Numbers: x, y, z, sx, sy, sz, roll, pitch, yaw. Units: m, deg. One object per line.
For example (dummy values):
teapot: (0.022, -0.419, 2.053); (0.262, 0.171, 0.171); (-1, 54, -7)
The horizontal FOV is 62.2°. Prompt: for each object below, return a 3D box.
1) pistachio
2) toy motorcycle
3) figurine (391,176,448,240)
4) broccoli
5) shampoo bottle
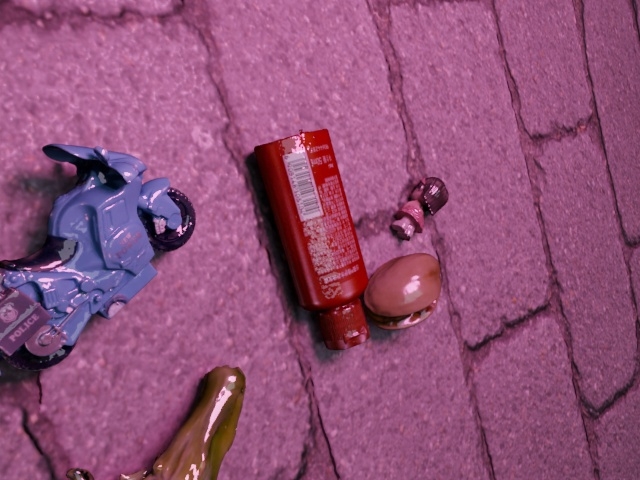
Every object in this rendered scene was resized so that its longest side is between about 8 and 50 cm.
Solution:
pistachio: (0.132, 0.079, 0.844); (0.149, 0.113, 0.113); (-26, 102, -27)
toy motorcycle: (-0.261, 0.003, 0.557); (0.272, 0.124, 0.182); (-50, 125, -28)
figurine: (0.177, -0.053, 0.912); (0.072, 0.054, 0.129); (50, 63, -27)
broccoli: (-0.185, 0.281, 0.608); (0.199, 0.177, 0.274); (-3, 55, -3)
shampoo bottle: (-0.001, 0.000, 0.767); (0.118, 0.076, 0.314); (-22, 100, -36)
